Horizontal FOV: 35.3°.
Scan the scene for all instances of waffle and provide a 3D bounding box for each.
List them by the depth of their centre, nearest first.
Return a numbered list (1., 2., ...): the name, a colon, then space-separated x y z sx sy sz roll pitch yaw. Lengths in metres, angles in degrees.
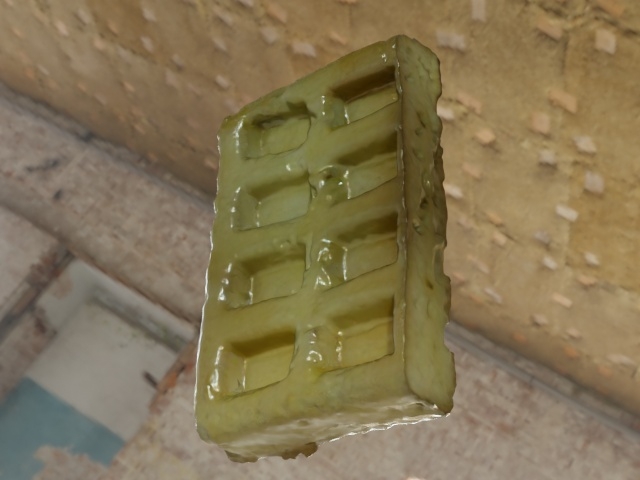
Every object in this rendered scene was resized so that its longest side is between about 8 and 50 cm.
1. waffle: 0.000 0.000 0.656 0.168 0.274 0.057 -17 -34 32
